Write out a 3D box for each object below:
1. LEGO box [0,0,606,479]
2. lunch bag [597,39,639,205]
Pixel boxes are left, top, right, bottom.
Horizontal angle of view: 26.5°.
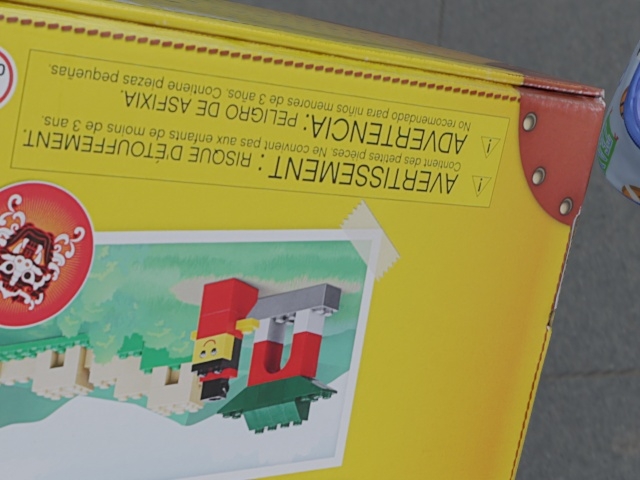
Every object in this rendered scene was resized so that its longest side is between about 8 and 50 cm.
[{"bbox_3d":[-0.152,0.076,0.545,0.193,0.500,0.373,25,106,49],"label":"LEGO box"},{"bbox_3d":[0.357,-0.095,0.950,0.303,0.115,0.243,29,73,7],"label":"lunch bag"}]
